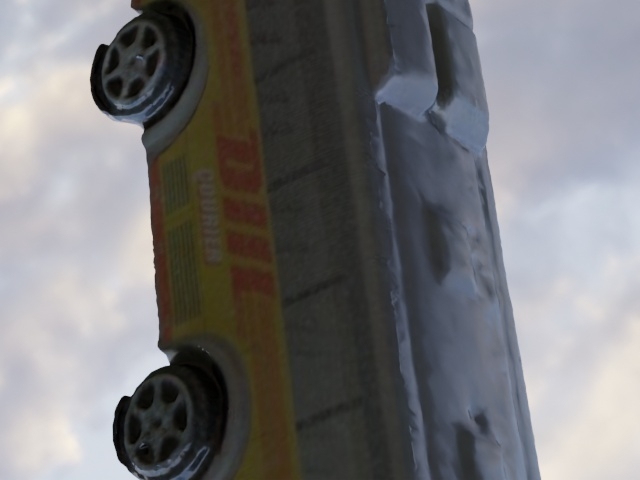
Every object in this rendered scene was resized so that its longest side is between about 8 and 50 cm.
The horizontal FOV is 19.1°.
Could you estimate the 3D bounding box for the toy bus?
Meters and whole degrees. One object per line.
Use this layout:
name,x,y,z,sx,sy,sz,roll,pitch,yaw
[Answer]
toy bus,0.000,0.000,0.579,0.106,0.092,0.268,-26,-123,33
